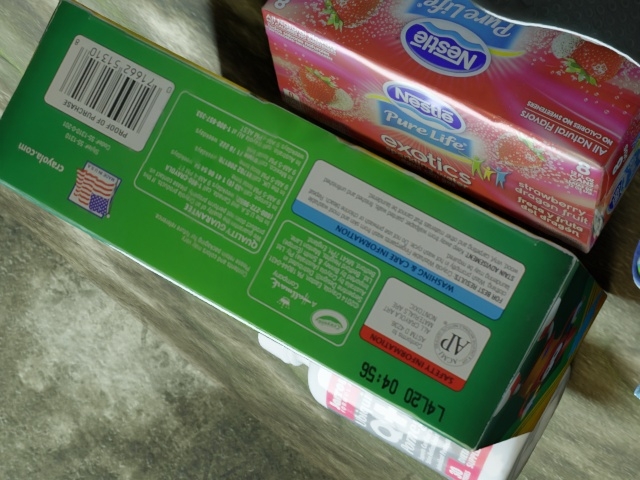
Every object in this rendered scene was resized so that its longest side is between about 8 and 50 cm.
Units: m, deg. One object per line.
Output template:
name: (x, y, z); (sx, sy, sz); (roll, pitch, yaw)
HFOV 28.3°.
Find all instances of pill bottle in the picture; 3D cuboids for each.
pill bottle: (0.098, 0.137, 1.402); (0.318, 0.176, 0.176); (28, 160, 17)

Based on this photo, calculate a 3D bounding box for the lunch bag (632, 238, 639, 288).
lunch bag: (0.278, -0.024, 0.642); (0.090, 0.176, 0.219); (37, 163, -21)

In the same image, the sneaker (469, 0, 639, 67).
sneaker: (0.209, -0.119, 0.642); (0.270, 0.145, 0.090); (36, 130, 34)

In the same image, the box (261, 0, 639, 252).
box: (0.103, -0.119, 0.863); (0.257, 0.128, 0.122); (28, 160, 19)

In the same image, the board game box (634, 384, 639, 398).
board game box: (0.394, 0.184, 0.942); (0.316, 0.064, 0.242); (42, -165, 17)

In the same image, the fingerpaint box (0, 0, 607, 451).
fingerpaint box: (0.000, 0.000, 1.080); (0.445, 0.163, 0.371); (28, -178, 16)
